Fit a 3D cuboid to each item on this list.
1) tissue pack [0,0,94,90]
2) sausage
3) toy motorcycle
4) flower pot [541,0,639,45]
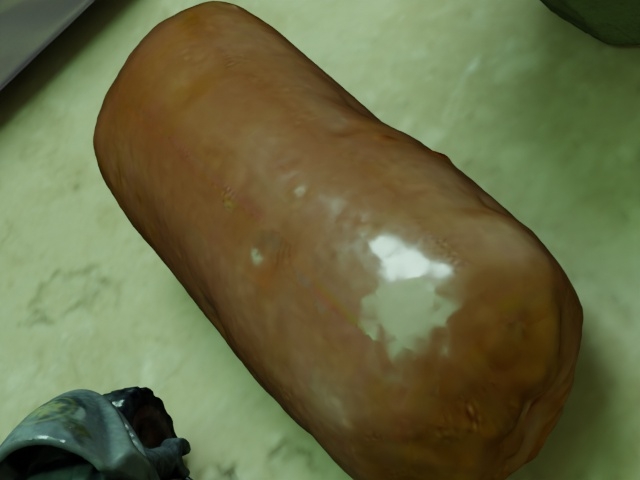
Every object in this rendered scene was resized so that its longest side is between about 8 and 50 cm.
[{"bbox_3d":[-0.291,-0.167,0.737,0.338,0.160,0.242,-40,50,12],"label":"tissue pack"},{"bbox_3d":[0.000,0.000,0.459,0.113,0.113,0.259,-49,46,4],"label":"sausage"},{"bbox_3d":[-0.078,0.147,0.428,0.080,0.122,0.215,-11,59,15],"label":"toy motorcycle"},{"bbox_3d":[0.095,-0.179,0.420,0.212,0.202,0.212,-16,58,28],"label":"flower pot"}]
